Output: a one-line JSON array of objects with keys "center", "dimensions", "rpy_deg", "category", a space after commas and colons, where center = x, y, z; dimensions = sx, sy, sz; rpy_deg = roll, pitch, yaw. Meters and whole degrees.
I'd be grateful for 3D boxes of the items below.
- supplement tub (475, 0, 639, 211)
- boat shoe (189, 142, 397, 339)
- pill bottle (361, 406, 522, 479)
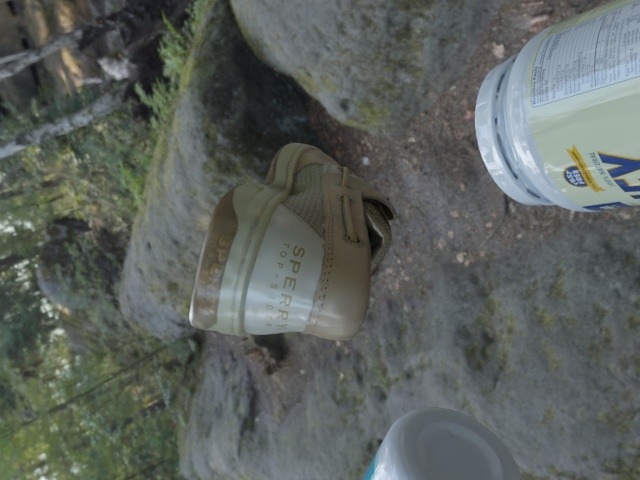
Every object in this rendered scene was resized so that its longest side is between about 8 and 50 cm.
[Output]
[{"center": [0.364, -0.157, 0.717], "dimensions": [0.325, 0.236, 0.235], "rpy_deg": [-9, 104, 56], "category": "supplement tub"}, {"center": [0.000, 0.000, 0.510], "dimensions": [0.341, 0.110, 0.121], "rpy_deg": [-63, -14, -72], "category": "boat shoe"}, {"center": [0.098, 0.317, 0.691], "dimensions": [0.146, 0.146, 0.264], "rpy_deg": [47, 131, 36], "category": "pill bottle"}]
